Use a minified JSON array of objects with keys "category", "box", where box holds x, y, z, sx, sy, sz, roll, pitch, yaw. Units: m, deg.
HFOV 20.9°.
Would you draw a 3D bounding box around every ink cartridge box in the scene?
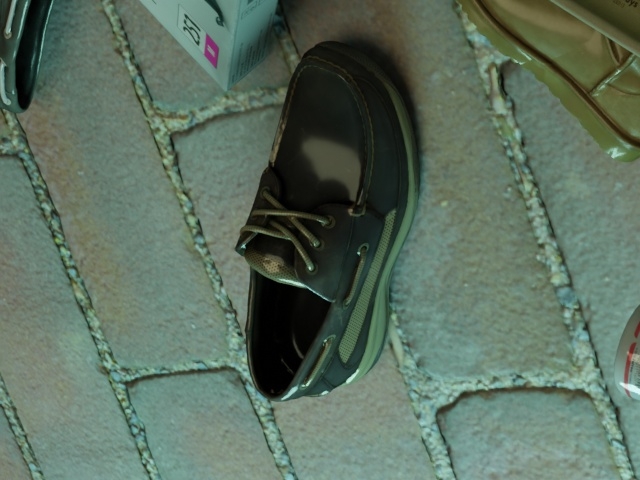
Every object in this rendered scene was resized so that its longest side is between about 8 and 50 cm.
[{"category":"ink cartridge box","box":[-0.132,-0.271,1.464,0.239,0.060,0.275,46,165,7]}]

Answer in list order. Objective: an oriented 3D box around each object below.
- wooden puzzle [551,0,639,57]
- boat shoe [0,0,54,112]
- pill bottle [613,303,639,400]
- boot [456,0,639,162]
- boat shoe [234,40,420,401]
[{"category":"wooden puzzle","box":[0.246,-0.250,1.184,0.221,0.044,0.238,40,109,34]},{"category":"boat shoe","box":[-0.275,-0.246,1.662,0.095,0.112,0.335,34,138,-3]},{"category":"pill bottle","box":[0.322,0.107,1.379,0.160,0.087,0.087,20,124,29]},{"category":"boot","box":[0.251,-0.210,1.270,0.236,0.089,0.269,43,134,-3]},{"category":"boat shoe","box":[0.000,0.000,1.548,0.132,0.130,0.355,20,124,29]}]
